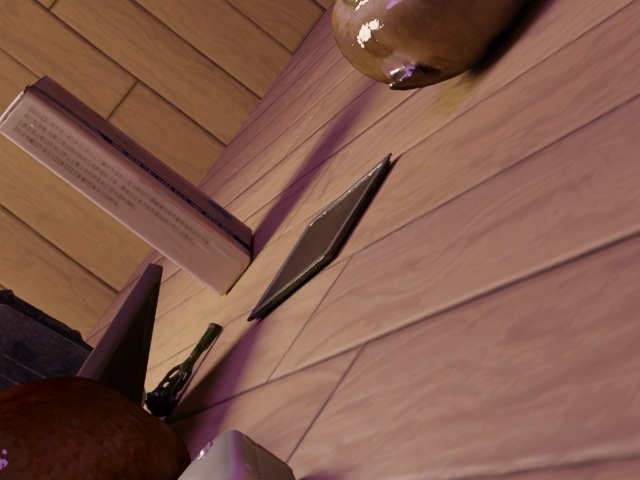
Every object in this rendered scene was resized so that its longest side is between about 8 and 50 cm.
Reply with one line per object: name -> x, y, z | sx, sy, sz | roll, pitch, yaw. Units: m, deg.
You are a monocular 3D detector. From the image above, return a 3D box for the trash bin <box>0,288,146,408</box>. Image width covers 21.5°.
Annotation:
trash bin -> -0.390, 0.274, 1.896 | 0.368, 0.255, 0.296 | -55, 9, 42

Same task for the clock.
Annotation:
clock -> -0.089, 0.212, 1.036 | 0.191, 0.062, 0.151 | -52, 9, 4

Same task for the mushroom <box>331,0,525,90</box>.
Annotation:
mushroom -> 0.097, -0.254, 1.564 | 0.255, 0.184, 0.255 | -36, 37, 33

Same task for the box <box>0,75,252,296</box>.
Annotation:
box -> -0.237, -0.073, 2.111 | 0.065, 0.343, 0.200 | -52, 8, 8

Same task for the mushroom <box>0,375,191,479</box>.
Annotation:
mushroom -> -0.231, 0.221, 1.327 | 0.263, 0.195, 0.283 | -24, 24, 29

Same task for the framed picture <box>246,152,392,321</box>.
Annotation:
framed picture -> 0.000, 0.000, 1.646 | 0.142, 0.011, 0.183 | -58, 10, -34

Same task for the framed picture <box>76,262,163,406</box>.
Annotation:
framed picture -> -0.213, 0.187, 1.635 | 0.315, 0.024, 0.232 | -69, -9, -65

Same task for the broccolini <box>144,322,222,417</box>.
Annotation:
broccolini -> -0.144, 0.137, 1.828 | 0.035, 0.030, 0.140 | -28, 20, 50
